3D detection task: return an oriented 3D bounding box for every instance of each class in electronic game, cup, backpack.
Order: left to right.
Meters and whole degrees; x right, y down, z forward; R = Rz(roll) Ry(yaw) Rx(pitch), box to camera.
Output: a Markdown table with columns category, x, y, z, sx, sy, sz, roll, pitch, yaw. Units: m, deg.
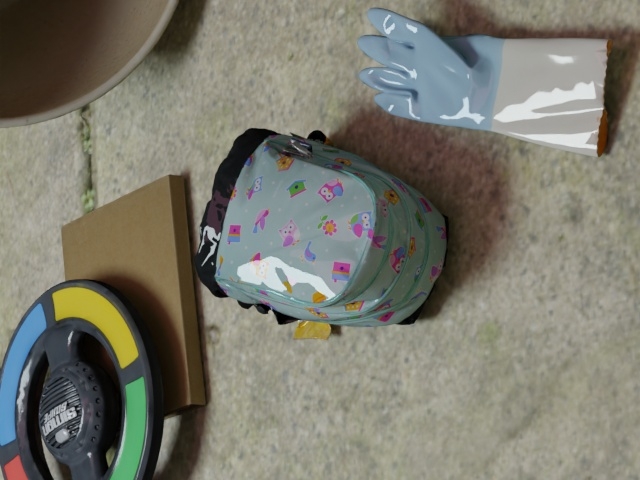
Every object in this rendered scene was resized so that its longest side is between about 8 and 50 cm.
| category | x | y | z | sx | sy | sz | roll | pitch | yaw |
| --- | --- | --- | --- | --- | --- | --- | --- | --- | --- |
| cup | -0.296 | -0.273 | 1.737 | 0.237 | 0.331 | 0.331 | -151 | 72 | -72 |
| electronic game | -0.208 | 0.147 | 1.701 | 0.229 | 0.048 | 0.229 | -7 | 81 | 46 |
| backpack | 0.000 | 0.000 | 1.463 | 0.182 | 0.115 | 0.152 | 18 | 96 | 36 |

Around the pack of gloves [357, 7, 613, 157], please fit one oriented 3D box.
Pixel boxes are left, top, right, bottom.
| category | x | y | z | sx | sy | sz | roll | pitch | yaw |
| --- | --- | --- | --- | --- | --- | --- | --- | --- | --- |
| pack of gloves | 0.122 | -0.175 | 1.414 | 0.232 | 0.046 | 0.195 | 15 | 105 | 40 |

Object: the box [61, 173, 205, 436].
| category | x | y | z | sx | sy | sz | roll | pitch | yaw |
| --- | --- | --- | --- | --- | --- | --- | --- | --- | --- |
| box | -0.163 | 0.062 | 1.717 | 0.164 | 0.021 | 0.201 | -22 | 68 | 44 |

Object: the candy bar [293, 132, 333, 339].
| category | x | y | z | sx | sy | sz | roll | pitch | yaw |
| --- | --- | --- | --- | --- | --- | --- | --- | --- | --- |
| candy bar | -0.005 | -0.002 | 1.551 | 0.040 | 0.018 | 0.162 | -7 | 80 | 47 |
